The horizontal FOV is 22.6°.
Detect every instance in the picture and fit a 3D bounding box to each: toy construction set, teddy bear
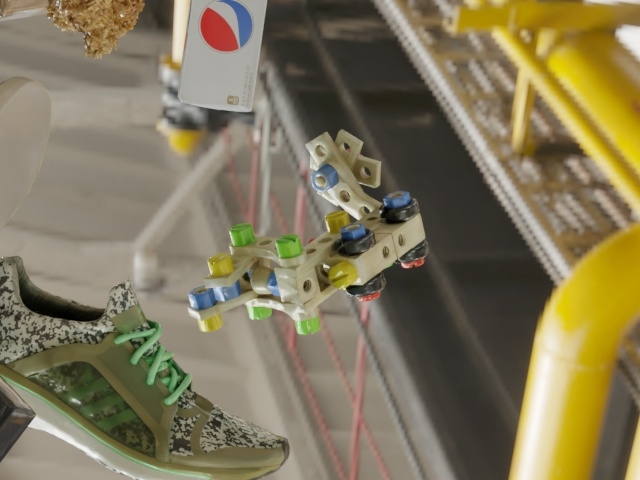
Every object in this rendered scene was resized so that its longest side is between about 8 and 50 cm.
[{"bbox_3d":[0.000,0.000,1.962,0.215,0.151,0.327,0,-143,37],"label":"toy construction set"},{"bbox_3d":[-0.247,-0.328,1.711,0.113,0.245,0.338,8,-168,-27],"label":"teddy bear"}]

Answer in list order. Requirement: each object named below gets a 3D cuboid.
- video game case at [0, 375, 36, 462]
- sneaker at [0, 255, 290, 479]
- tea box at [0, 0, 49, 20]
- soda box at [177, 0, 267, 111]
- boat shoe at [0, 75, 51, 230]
[{"bbox_3d":[-0.376,0.148,1.232,0.275,0.248,0.035,39,-177,31],"label":"video game case"},{"bbox_3d":[-0.216,0.140,1.757,0.410,0.182,0.158,21,-166,-2],"label":"sneaker"},{"bbox_3d":[-0.474,-0.419,1.946,0.329,0.323,0.220,-3,-168,28],"label":"tea box"},{"bbox_3d":[-0.083,-0.228,1.460,0.069,0.216,0.074,7,-173,-7],"label":"soda box"},{"bbox_3d":[-0.426,-0.039,1.710,0.158,0.127,0.340,16,-111,24],"label":"boat shoe"}]
